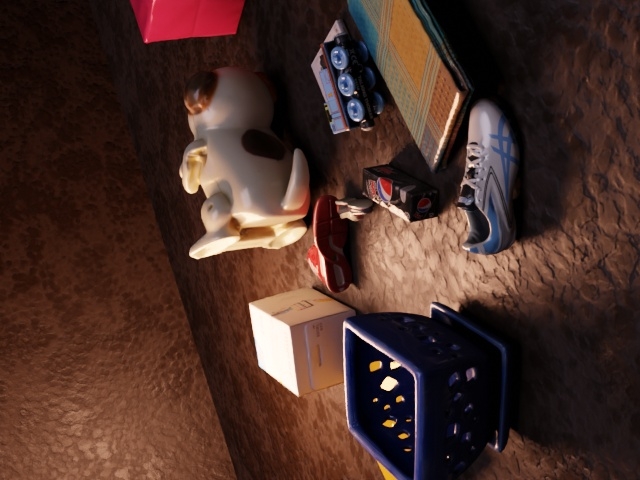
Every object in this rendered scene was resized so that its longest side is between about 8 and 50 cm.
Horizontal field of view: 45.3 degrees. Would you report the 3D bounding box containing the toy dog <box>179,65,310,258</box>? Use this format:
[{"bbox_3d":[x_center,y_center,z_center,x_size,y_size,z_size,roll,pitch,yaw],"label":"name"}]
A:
[{"bbox_3d":[-0.194,-0.204,1.785,0.395,0.284,0.408,-42,62,62],"label":"toy dog"}]

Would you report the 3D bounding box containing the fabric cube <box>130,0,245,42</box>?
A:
[{"bbox_3d":[-0.334,-0.673,1.868,0.254,0.259,0.258,67,153,19],"label":"fabric cube"}]

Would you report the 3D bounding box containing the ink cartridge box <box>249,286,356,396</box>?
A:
[{"bbox_3d":[-0.037,0.229,1.786,0.232,0.168,0.171,21,121,61],"label":"ink cartridge box"}]

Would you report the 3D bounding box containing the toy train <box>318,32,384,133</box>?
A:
[{"bbox_3d":[0.049,-0.290,1.428,0.105,0.080,0.184,-6,106,53],"label":"toy train"}]

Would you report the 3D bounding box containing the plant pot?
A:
[{"bbox_3d":[0.185,0.244,1.279,0.236,0.212,0.236,32,130,57],"label":"plant pot"}]

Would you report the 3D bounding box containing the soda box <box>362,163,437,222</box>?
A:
[{"bbox_3d":[0.140,-0.088,1.390,0.169,0.060,0.053,37,133,55],"label":"soda box"}]

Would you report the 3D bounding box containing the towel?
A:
[{"bbox_3d":[0.135,-0.320,1.241,0.271,0.040,0.370,91,156,-69],"label":"towel"}]

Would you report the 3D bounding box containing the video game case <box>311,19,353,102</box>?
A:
[{"bbox_3d":[0.035,-0.337,1.539,0.143,0.019,0.157,70,154,15],"label":"video game case"}]

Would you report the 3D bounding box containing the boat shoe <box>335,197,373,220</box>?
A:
[{"bbox_3d":[0.071,-0.061,1.564,0.137,0.049,0.043,12,116,65],"label":"boat shoe"}]

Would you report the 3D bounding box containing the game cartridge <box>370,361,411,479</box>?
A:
[{"bbox_3d":[0.167,0.367,1.577,0.285,0.052,0.324,64,154,26],"label":"game cartridge"}]

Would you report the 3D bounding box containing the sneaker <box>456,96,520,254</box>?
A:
[{"bbox_3d":[0.244,-0.092,1.143,0.085,0.086,0.237,19,117,63],"label":"sneaker"}]

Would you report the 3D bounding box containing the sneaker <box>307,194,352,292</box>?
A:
[{"bbox_3d":[0.000,0.000,1.700,0.128,0.087,0.221,24,122,58],"label":"sneaker"}]
